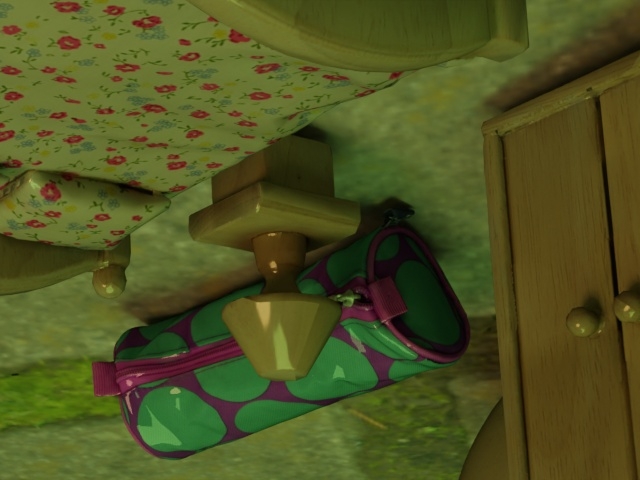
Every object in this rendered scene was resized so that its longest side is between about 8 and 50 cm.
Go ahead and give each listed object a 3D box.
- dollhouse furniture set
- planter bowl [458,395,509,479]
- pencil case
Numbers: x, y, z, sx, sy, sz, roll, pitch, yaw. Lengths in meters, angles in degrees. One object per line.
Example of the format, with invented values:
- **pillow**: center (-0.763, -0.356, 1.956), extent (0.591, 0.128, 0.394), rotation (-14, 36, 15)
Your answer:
- **dollhouse furniture set**: center (0.000, 0.000, 0.370), extent (0.356, 0.173, 0.303), rotation (12, 157, -38)
- **planter bowl**: center (0.136, 0.102, 0.658), extent (0.162, 0.109, 0.162), rotation (4, 158, 2)
- **pencil case**: center (-0.017, 0.043, 0.615), extent (0.152, 0.064, 0.070), rotation (-23, 157, 31)
